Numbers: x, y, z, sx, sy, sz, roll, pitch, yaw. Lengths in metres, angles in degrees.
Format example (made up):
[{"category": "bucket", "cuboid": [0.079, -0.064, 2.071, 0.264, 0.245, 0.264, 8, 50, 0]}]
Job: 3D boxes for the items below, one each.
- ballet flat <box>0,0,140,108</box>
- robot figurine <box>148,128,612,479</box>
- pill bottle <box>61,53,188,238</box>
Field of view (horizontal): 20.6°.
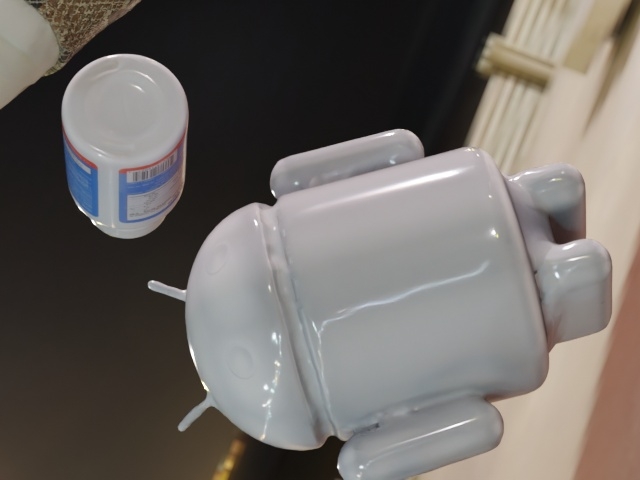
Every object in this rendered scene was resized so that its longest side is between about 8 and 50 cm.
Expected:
[{"category": "ballet flat", "cuboid": [-0.312, -0.155, 1.327, 0.483, 0.164, 0.182, -4, 55, 39]}, {"category": "robot figurine", "cuboid": [0.047, 0.048, 1.377, 0.200, 0.353, 0.300, 74, -178, -56]}, {"category": "pill bottle", "cuboid": [-0.197, -0.086, 1.779, 0.221, 0.124, 0.124, 106, -176, -66]}]
